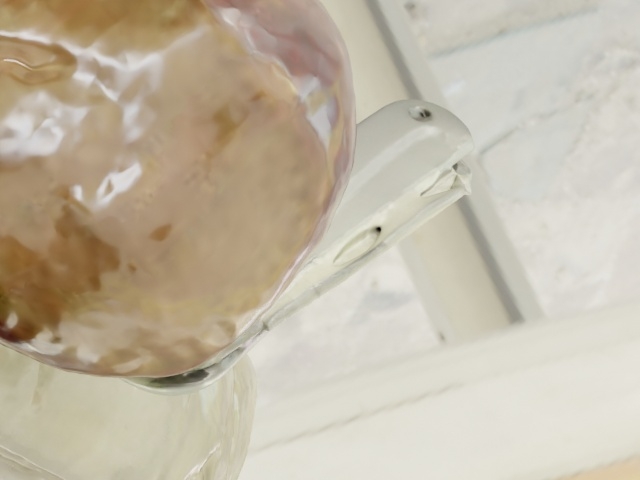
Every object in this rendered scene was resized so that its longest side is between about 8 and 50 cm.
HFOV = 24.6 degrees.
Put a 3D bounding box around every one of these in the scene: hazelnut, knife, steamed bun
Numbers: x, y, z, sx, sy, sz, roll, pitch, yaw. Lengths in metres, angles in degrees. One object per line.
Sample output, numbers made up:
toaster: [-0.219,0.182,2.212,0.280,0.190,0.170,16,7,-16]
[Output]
hazelnut: [-0.061,-0.028,0.469,0.154,0.143,0.143,-35,143,3]
knife: [-0.003,-0.001,0.727,0.265,0.073,0.040,-35,144,-44]
steamed bun: [-0.215,0.085,1.054,0.384,0.247,0.236,28,149,-10]
